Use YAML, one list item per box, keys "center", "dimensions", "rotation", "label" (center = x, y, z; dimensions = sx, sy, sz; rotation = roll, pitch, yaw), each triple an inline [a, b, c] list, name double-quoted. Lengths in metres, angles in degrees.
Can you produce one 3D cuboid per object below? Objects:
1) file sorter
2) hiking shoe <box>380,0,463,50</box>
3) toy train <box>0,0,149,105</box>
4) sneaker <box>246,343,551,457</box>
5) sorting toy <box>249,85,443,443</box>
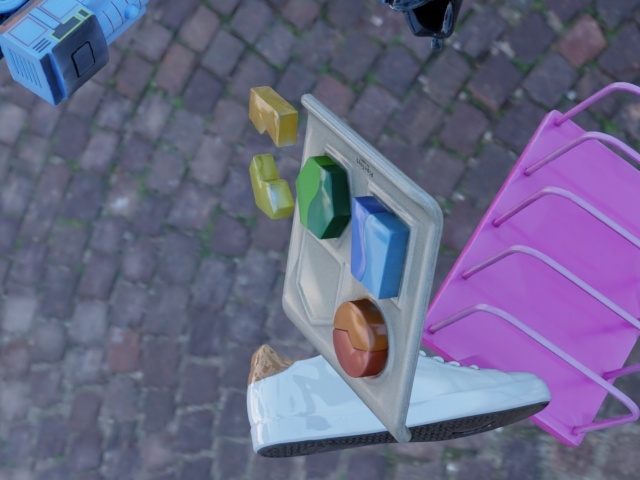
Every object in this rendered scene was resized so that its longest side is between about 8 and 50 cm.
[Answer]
- center: [0.271, 0.020, 1.530]
  dimensions: [0.290, 0.202, 0.182]
  rotation: [-57, 7, -19]
  label: "file sorter"
- center: [0.092, -0.305, 1.588]
  dimensions: [0.113, 0.304, 0.132]
  rotation: [-4, 75, 25]
  label: "hiking shoe"
- center: [-0.198, -0.198, 1.285]
  dimensions: [0.105, 0.080, 0.184]
  rotation: [34, 64, 23]
  label: "toy train"
- center: [0.074, 0.125, 1.460]
  dimensions: [0.106, 0.290, 0.123]
  rotation: [122, 142, -64]
  label: "sneaker"
- center: [0.000, 0.000, 1.302]
  dimensions: [0.307, 0.041, 0.229]
  rotation: [45, 138, 50]
  label: "sorting toy"
